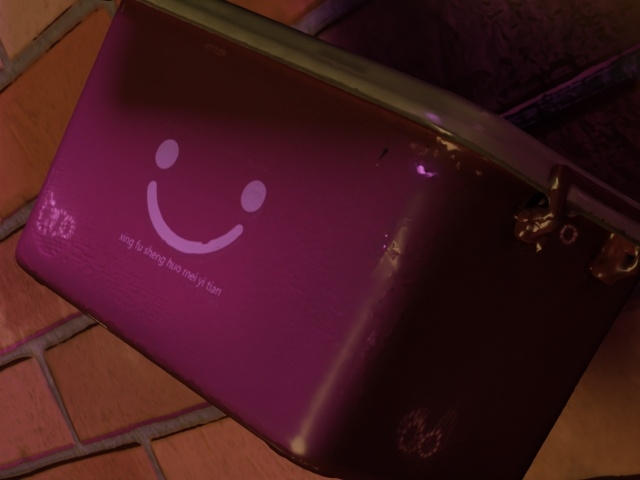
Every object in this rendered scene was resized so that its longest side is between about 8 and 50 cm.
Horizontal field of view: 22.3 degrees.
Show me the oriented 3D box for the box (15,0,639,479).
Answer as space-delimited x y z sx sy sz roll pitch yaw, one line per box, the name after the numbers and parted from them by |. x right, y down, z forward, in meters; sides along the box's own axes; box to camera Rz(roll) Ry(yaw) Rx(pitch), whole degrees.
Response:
0.000 0.000 0.780 0.294 0.193 0.167 29 95 44 | box
